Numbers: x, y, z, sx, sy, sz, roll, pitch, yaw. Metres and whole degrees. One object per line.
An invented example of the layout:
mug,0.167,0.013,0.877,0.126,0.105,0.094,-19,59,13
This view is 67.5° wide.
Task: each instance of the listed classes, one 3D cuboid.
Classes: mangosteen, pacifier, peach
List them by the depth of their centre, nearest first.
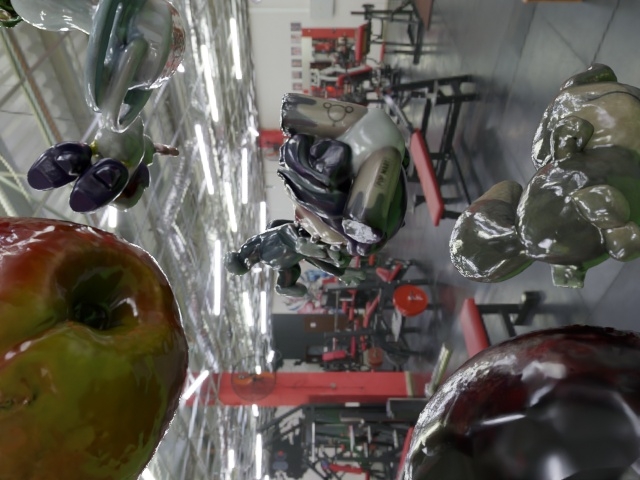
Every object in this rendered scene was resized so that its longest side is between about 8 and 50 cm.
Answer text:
peach,-0.303,0.137,0.440,0.289,0.373,0.372,55,-171,-15
mangosteen,0.264,0.298,0.451,0.380,0.382,0.420,91,-175,-54
pacifier,-0.295,-0.271,0.627,0.227,0.208,0.279,-64,15,16

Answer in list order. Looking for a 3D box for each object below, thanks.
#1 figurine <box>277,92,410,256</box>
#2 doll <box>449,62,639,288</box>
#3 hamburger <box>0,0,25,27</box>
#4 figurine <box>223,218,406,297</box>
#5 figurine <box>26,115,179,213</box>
figurine,0.029,-0.061,0.470,0.222,0.146,0.145,73,-163,-81
doll,0.395,-0.115,0.817,0.252,0.379,0.382,53,-126,-25
hamburger,-0.604,-0.473,0.819,0.125,0.214,0.235,-56,25,-13
figurine,-0.003,-0.002,0.704,0.193,0.266,0.140,44,-138,-43
figurine,-0.414,-0.171,0.984,0.193,0.154,0.421,-60,11,5
